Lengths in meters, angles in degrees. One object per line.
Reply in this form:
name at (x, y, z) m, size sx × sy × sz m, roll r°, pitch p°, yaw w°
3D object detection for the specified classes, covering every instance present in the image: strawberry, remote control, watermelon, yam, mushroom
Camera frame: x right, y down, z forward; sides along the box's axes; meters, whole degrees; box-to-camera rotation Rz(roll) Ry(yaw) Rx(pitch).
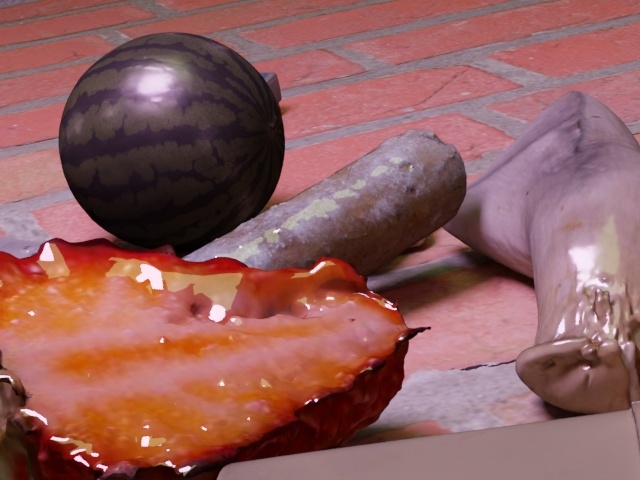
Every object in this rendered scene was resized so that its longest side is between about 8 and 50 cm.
strawberry at (-0.107, 0.101, 0.940) m, size 0.253 × 0.150 × 0.280 m, roll 27°, pitch 33°, yaw 32°
remote control at (-0.252, 0.021, 1.387) m, size 0.184 × 0.027 × 0.050 m, roll 6°, pitch 24°, yaw 22°
watermelon at (-0.141, -0.091, 1.389) m, size 0.212 × 0.212 × 0.212 m, roll -7°, pitch 19°, yaw 2°
yam at (0.000, 0.000, 1.179) m, size 0.259 × 0.093 × 0.093 m, roll -31°, pitch 28°, yaw -25°
mushroom at (0.198, 0.005, 1.115) m, size 0.177 × 0.126 × 0.397 m, roll -35°, pitch 16°, yaw 7°

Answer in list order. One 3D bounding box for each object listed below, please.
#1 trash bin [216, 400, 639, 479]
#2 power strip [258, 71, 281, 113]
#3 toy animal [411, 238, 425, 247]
trash bin at (0.065, 0.173, 0.700) m, size 0.247 × 0.121 × 0.243 m, roll -6°, pitch 20°, yaw 10°
power strip at (-0.171, -0.158, 1.830) m, size 0.216 × 0.061 × 0.145 m, roll 1°, pitch 28°, yaw 25°
toy animal at (0.060, -0.021, 1.325) m, size 0.159 × 0.083 × 0.070 m, roll -9°, pitch 60°, yaw -45°
